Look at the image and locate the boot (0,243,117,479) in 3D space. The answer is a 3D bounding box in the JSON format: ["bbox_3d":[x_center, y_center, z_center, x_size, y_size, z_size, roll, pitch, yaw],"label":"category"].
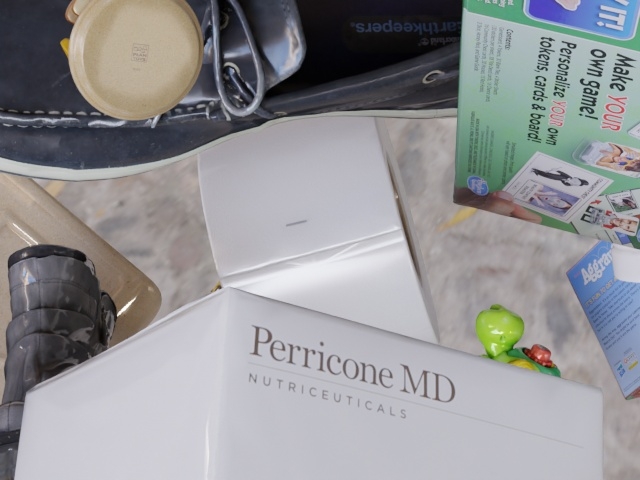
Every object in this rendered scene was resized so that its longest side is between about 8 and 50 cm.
[{"bbox_3d":[-0.208,0.102,1.197,0.118,0.338,0.222,-3,72,-5],"label":"boot"}]

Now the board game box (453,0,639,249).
[{"bbox_3d":[0.164,-0.073,0.671,0.213,0.317,0.046,14,68,9],"label":"board game box"}]

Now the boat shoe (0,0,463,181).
[{"bbox_3d":[-0.058,-0.156,1.158,0.500,0.156,0.186,-6,71,-8],"label":"boat shoe"}]

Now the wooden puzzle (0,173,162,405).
[{"bbox_3d":[-0.362,0.061,1.396,0.348,0.080,0.322,42,84,-16],"label":"wooden puzzle"}]

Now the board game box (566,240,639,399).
[{"bbox_3d":[0.332,0.021,1.495,0.281,0.027,0.145,-52,54,51],"label":"board game box"}]

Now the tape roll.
[{"bbox_3d":[0.000,0.000,1.518,0.169,0.246,0.246,-15,102,7],"label":"tape roll"}]

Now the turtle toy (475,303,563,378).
[{"bbox_3d":[0.178,0.120,1.471,0.130,0.066,0.095,56,151,-6],"label":"turtle toy"}]

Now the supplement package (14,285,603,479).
[{"bbox_3d":[-0.015,0.192,0.601,0.177,0.293,0.175,16,155,-29],"label":"supplement package"}]

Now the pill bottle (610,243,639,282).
[{"bbox_3d":[0.256,-0.082,1.228,0.121,0.121,0.216,-4,97,16],"label":"pill bottle"}]

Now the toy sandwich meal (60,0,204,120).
[{"bbox_3d":[-0.105,-0.108,0.902,0.086,0.029,0.085,-7,109,-22],"label":"toy sandwich meal"}]

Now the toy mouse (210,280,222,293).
[{"bbox_3d":[-0.057,0.076,1.755,0.143,0.031,0.161,19,143,-24],"label":"toy mouse"}]
